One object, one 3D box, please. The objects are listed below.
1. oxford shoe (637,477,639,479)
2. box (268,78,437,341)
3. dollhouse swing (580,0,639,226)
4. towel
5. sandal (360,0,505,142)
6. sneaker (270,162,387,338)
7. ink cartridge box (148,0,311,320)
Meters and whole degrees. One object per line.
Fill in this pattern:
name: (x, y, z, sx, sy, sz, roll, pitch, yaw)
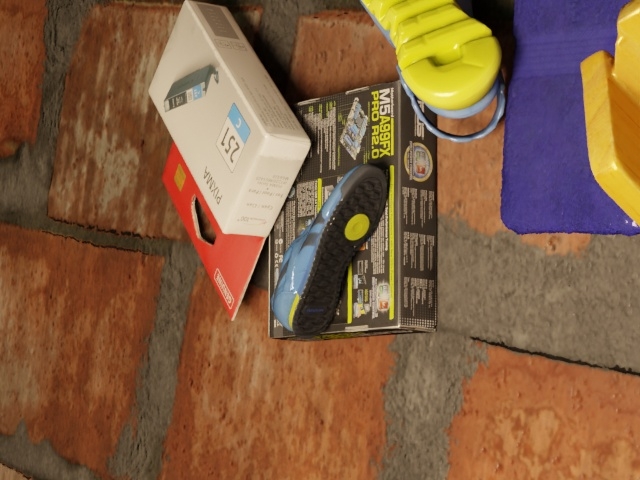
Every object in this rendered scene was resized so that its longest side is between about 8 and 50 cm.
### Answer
oxford shoe: (0.401, 0.278, 1.441, 0.363, 0.132, 0.130, 35, 135, 50)
box: (0.033, -0.027, 1.976, 0.216, 0.060, 0.270, -9, 78, 47)
dollhouse swing: (0.387, -0.041, 1.388, 0.347, 0.315, 0.305, -31, 24, 41)
towel: (0.272, -0.155, 1.725, 0.227, 0.076, 0.308, 2, 87, 55)
sandal: (0.116, -0.216, 1.869, 0.126, 0.138, 0.317, -18, 48, 7)
sneaker: (0.000, 0.000, 1.913, 0.082, 0.069, 0.209, 45, 118, 45)
ink cartridge box: (-0.131, -0.097, 2.107, 0.261, 0.066, 0.296, -66, 35, 29)
